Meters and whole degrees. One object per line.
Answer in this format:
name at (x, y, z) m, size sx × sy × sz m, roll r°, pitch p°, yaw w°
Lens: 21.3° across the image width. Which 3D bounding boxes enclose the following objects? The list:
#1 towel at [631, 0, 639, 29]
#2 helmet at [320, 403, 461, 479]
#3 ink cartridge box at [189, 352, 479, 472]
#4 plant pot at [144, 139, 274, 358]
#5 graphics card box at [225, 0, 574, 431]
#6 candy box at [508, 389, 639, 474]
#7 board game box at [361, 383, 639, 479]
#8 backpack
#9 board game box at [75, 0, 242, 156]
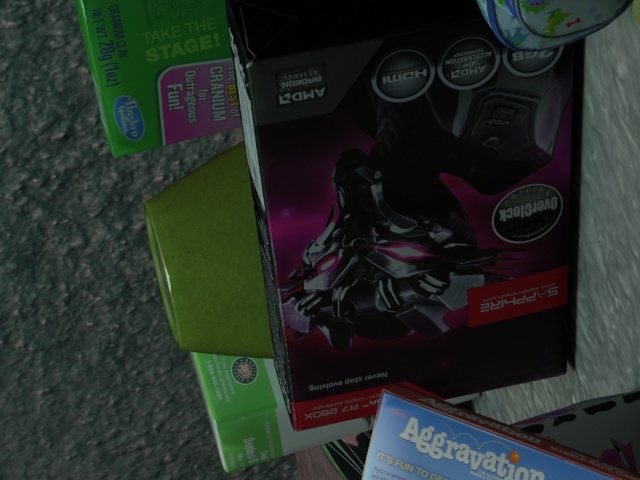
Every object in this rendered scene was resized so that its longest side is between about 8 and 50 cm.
towel at (0.204, -0.129, 0.920) m, size 0.148 × 0.027 × 0.110 m, roll 87°, pitch 167°, yaw -54°
helmet at (0.070, 0.188, 1.812) m, size 0.161 × 0.169 × 0.169 m, roll 59°, pitch 169°, yaw 5°
ink cartridge box at (0.005, 0.090, 1.707) m, size 0.115 × 0.272 × 0.198 m, roll 85°, pitch 168°, yaw -56°
plant pot at (0.000, 0.000, 1.526) m, size 0.275 × 0.293 × 0.275 m, roll 166°, pitch 90°, yaw -81°
graphics card box at (0.067, -0.029, 1.267) m, size 0.094 × 0.232 × 0.371 m, roll -108°, pitch 10°, yaw -49°
candy box at (0.160, 0.200, 1.143) m, size 0.070 × 0.196 × 0.165 m, roll -20°, pitch 83°, yaw 50°
board game box at (0.148, 0.199, 1.015) m, size 0.027 × 0.281 × 0.145 m, roll -14°, pitch -61°, yaw -60°
backpack at (0.139, -0.168, 1.016) m, size 0.114 × 0.105 × 0.084 m, roll 78°, pitch 174°, yaw -47°
board game box at (-0.039, -0.220, 1.362) m, size 0.064 × 0.316 × 0.242 m, roll -120°, pitch 18°, yaw -59°
